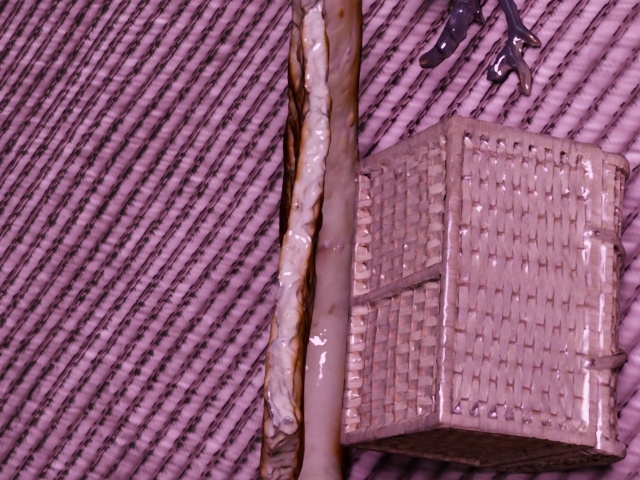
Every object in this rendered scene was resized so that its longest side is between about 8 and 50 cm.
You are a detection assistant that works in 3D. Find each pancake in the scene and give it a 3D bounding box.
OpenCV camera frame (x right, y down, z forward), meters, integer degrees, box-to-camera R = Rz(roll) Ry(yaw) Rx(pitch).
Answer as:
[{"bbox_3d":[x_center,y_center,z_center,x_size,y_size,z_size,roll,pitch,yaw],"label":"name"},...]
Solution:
[{"bbox_3d":[0.000,0.002,1.239,0.067,0.305,0.426,4,74,1],"label":"pancake"}]

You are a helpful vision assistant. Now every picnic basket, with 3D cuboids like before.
[{"bbox_3d":[0.113,0.041,1.193,0.134,0.154,0.196,-26,57,59],"label":"picnic basket"}]

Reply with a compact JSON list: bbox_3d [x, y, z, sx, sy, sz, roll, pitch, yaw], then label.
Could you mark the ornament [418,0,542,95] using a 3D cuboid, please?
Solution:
[{"bbox_3d":[0.159,-0.209,1.292,0.202,0.080,0.236,24,90,45],"label":"ornament"}]
